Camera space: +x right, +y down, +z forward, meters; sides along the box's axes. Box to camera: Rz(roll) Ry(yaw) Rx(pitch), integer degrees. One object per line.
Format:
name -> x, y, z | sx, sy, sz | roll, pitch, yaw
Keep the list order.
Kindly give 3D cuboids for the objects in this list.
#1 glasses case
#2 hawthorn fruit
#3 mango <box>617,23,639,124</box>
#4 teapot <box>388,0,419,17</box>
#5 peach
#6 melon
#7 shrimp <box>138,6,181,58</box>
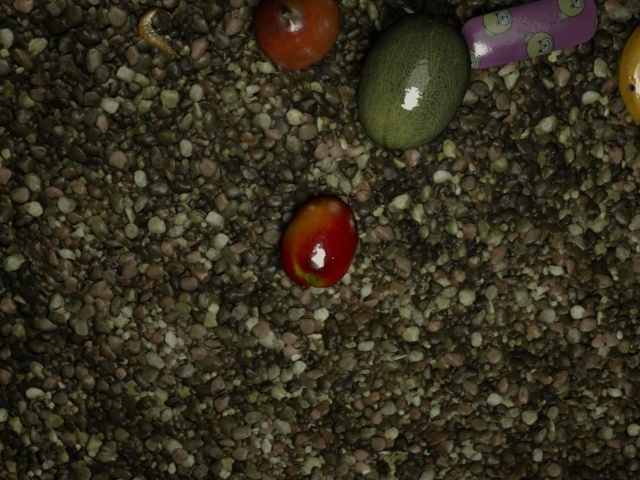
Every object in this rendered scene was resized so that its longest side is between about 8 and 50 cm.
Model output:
glasses case -> 0.475, -0.481, 1.729 | 0.317, 0.076, 0.123 | -15, 107, 2
hawthorn fruit -> -0.060, -0.470, 1.625 | 0.200, 0.251, 0.199 | 1, 98, 10
mango -> 0.773, -0.390, 1.754 | 0.157, 0.109, 0.262 | -5, 102, 10
teapot -> 0.172, -0.546, 1.719 | 0.111, 0.043, 0.043 | 38, 102, -8
peach -> 0.000, 0.000, 1.832 | 0.190, 0.226, 0.196 | -2, 148, 31
melon -> 0.204, -0.346, 1.679 | 0.238, 0.237, 0.301 | 19, 105, -8
shrimp -> -0.356, -0.473, 1.729 | 0.091, 0.025, 0.127 | -43, 101, 9
